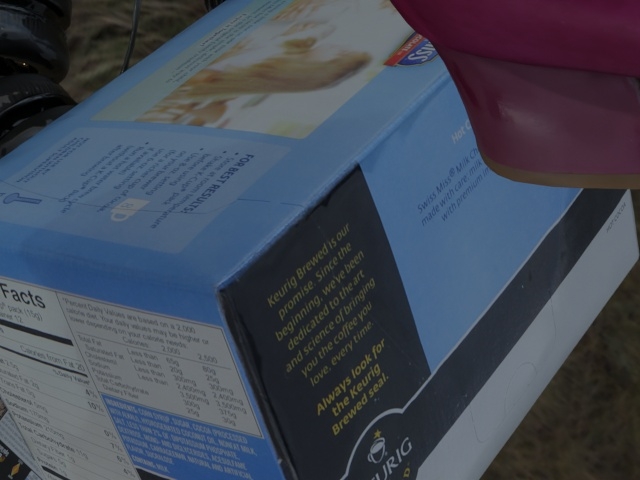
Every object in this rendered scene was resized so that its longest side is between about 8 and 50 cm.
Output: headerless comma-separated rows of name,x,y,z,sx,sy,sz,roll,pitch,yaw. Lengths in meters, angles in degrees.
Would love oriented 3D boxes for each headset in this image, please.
headset,-0.225,-0.103,0.908,0.394,0.243,0.185,-24,163,12

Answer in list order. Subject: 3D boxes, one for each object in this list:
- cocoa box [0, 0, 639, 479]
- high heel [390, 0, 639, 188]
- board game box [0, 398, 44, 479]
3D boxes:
cocoa box,0.000,0.000,0.679,0.347,0.231,0.228,-44,129,-37
high heel,0.188,-0.095,0.291,0.377,0.127,0.181,-7,142,22
board game box,-0.346,0.225,1.016,0.291,0.141,0.232,-56,160,-21
